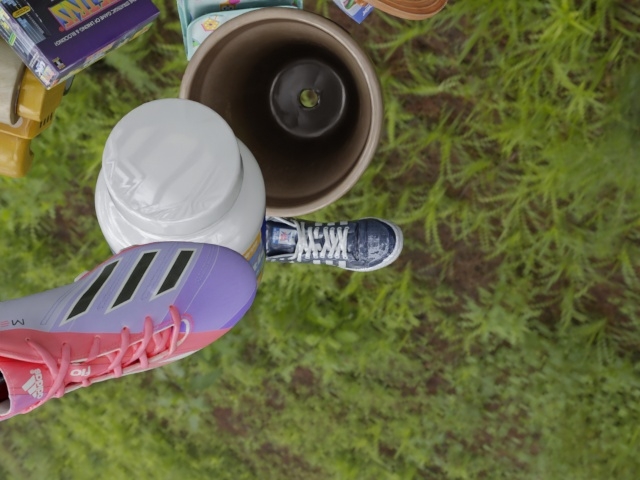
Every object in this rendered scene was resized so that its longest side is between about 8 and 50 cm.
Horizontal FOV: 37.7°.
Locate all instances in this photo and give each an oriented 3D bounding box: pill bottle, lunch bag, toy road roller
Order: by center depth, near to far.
[{"bbox_3d":[-0.126,-0.022,0.881,0.152,0.152,0.272,33,163,7],"label":"pill bottle"},{"bbox_3d":[-0.506,-0.208,1.438,0.203,0.240,0.329,16,-165,-8],"label":"toy road roller"},{"bbox_3d":[-0.148,-0.448,1.657,0.160,0.224,0.262,-117,19,-56],"label":"lunch bag"}]

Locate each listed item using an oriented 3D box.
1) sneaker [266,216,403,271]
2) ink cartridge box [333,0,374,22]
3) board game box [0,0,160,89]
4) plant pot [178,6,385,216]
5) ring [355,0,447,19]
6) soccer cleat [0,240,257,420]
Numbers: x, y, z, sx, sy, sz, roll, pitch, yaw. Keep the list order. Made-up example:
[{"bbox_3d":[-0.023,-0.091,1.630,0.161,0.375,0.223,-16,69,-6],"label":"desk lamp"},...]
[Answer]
[{"bbox_3d":[0.000,0.000,1.684,0.282,0.099,0.153,1,175,40],"label":"sneaker"},{"bbox_3d":[0.075,-0.453,1.446,0.065,0.185,0.311,44,-173,15],"label":"ink cartridge box"},{"bbox_3d":[-0.296,-0.277,1.095,0.141,0.170,0.048,50,143,-5],"label":"board game box"},{"bbox_3d":[-0.035,-0.184,1.264,0.263,0.229,0.262,3,106,9],"label":"plant pot"},{"bbox_3d":[0.026,-0.393,1.102,0.336,0.336,0.032,44,127,-13],"label":"ring"},{"bbox_3d":[-0.145,0.060,0.533,0.095,0.248,0.083,-140,45,-56],"label":"soccer cleat"}]
